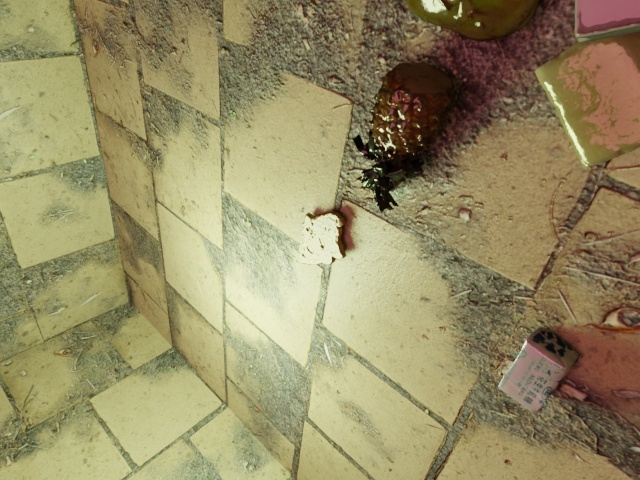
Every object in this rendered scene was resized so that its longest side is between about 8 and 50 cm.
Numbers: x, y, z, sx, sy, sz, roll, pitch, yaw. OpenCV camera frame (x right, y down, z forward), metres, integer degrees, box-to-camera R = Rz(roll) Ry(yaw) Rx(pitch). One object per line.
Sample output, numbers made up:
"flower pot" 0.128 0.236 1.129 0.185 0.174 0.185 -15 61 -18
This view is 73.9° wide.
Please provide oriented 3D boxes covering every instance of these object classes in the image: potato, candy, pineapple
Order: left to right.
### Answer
"pineapple" 0.147 -0.195 0.857 0.170 0.141 0.309 39 142 19
"potato" 0.199 -0.440 0.612 0.247 0.196 0.299 12 121 44
"candy" 0.432 0.259 0.844 0.092 0.073 0.160 37 135 33

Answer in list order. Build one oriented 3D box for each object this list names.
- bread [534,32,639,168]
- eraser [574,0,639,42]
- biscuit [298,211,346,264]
"bread" 0.413 -0.210 0.612 0.140 0.060 0.178 -25 92 49
"eraser" 0.408 -0.418 0.420 0.272 0.122 0.358 1 109 35
"biscuit" 0.000 0.000 1.187 0.162 0.035 0.250 59 140 12
